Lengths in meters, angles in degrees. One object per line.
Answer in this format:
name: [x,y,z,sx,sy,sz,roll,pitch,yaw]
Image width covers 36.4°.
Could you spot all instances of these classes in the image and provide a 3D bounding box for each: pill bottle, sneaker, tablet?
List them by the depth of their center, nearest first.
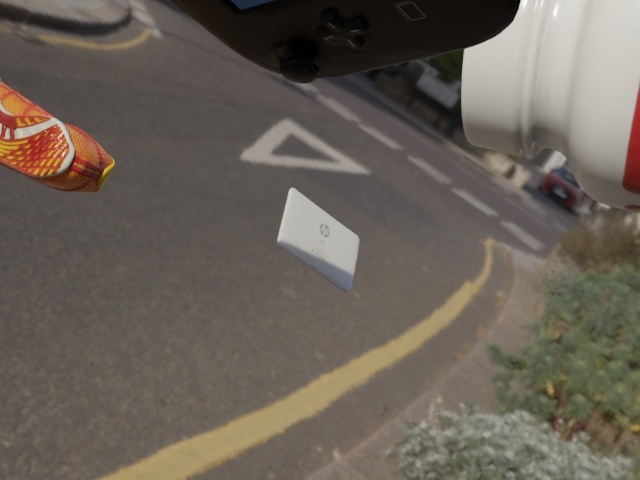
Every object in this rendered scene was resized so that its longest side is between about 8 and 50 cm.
pill bottle: [0.322,-0.118,0.704,0.407,0.229,0.229,13,6,20]
sneaker: [-0.225,-0.076,0.735,0.175,0.064,0.067,33,1,36]
tablet: [0.000,0.000,0.769,0.083,0.006,0.054,36,52,-35]

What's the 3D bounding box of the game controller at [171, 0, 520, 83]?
game controller: [-0.049,-0.163,0.390,0.166,0.067,0.319,5,-19,42]
